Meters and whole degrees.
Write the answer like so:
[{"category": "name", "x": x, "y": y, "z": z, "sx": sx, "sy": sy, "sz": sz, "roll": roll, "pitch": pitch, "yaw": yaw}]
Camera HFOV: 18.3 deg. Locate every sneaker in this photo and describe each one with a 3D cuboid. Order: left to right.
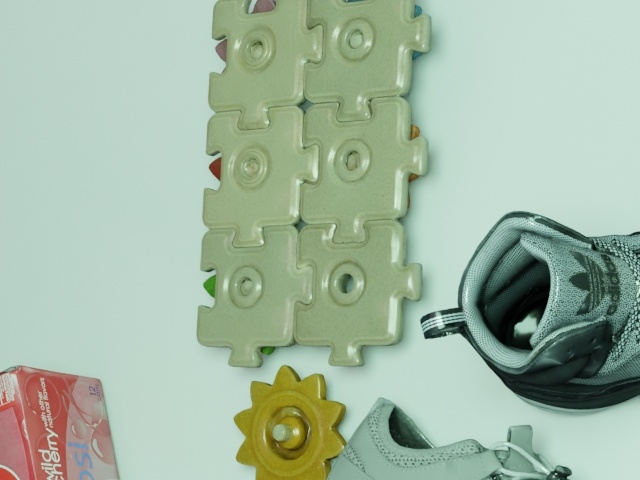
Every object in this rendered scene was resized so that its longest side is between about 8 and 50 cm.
[{"category": "sneaker", "x": 0.110, "y": 0.162, "z": 1.132, "sx": 0.281, "sy": 0.105, "sz": 0.115, "roll": 14, "pitch": 84, "yaw": 35}, {"category": "sneaker", "x": 0.186, "y": 0.027, "z": 1.076, "sx": 0.268, "sy": 0.153, "sz": 0.101, "roll": -20, "pitch": 68, "yaw": 31}]

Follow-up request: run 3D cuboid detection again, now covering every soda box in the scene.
[{"category": "soda box", "x": -0.181, "y": 0.221, "z": 1.336, "sx": 0.083, "sy": 0.092, "sz": 0.263, "roll": -26, "pitch": 65, "yaw": 29}]

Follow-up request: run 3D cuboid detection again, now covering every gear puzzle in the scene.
[{"category": "gear puzzle", "x": 0.000, "y": 0.000, "z": 1.293, "sx": 0.175, "sy": 0.044, "sz": 0.339, "roll": -3, "pitch": 80, "yaw": 34}]
